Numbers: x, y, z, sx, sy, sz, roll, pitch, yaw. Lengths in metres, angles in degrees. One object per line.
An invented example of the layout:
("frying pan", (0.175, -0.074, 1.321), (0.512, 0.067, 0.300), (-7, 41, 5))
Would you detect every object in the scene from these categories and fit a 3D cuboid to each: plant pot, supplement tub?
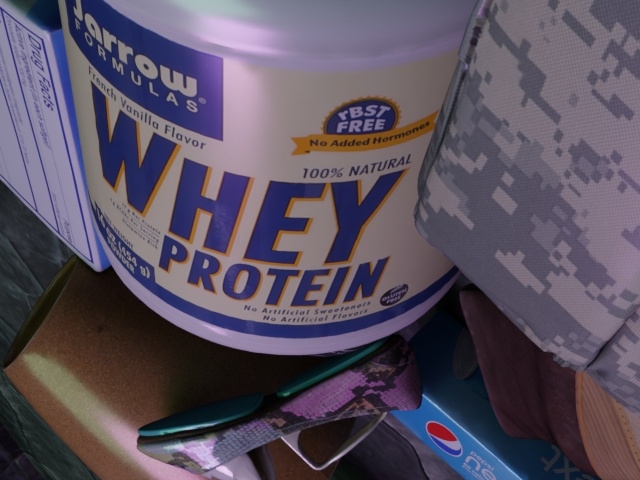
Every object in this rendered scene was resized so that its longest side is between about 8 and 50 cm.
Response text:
("plant pot", (-0.132, 0.123, 0.971), (0.254, 0.237, 0.237), (34, 157, -16))
("supplement tub", (-0.009, -0.117, 0.553), (0.235, 0.235, 0.325), (38, 149, 21))

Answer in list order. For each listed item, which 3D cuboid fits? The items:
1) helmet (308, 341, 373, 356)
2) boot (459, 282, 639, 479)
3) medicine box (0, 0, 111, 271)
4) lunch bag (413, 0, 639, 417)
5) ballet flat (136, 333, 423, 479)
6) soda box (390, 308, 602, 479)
("helmet", (0.000, 0.000, 0.776), (0.169, 0.161, 0.169), (36, 150, 25))
("boot", (0.137, 0.038, 0.707), (0.207, 0.090, 0.248), (5, 119, 66))
("medicine box", (-0.219, -0.169, 0.885), (0.289, 0.149, 0.263), (40, 152, 24))
("lunch bag", (0.198, -0.041, 0.373), (0.256, 0.212, 0.305), (43, 153, 13))
("ballet flat", (-0.027, 0.138, 0.828), (0.077, 0.221, 0.079), (-52, -61, -80))
("soda box", (0.144, 0.152, 0.857), (0.210, 0.071, 0.067), (41, 151, 17))
